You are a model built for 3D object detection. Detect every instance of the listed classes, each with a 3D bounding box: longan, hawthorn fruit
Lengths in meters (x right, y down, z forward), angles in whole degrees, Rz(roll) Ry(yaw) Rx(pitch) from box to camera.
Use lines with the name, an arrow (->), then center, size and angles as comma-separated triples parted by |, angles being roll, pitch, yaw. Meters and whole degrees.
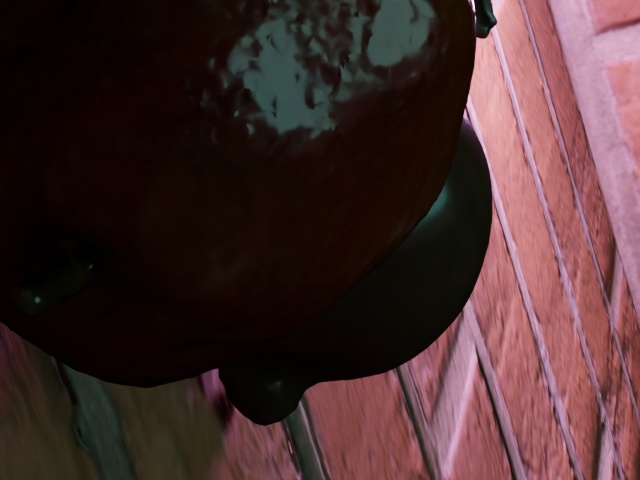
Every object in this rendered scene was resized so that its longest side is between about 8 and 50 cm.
longan -> 0.000, 0.000, 1.029 | 0.185, 0.159, 0.204 | 5, 111, -57
hawthorn fruit -> -0.061, -0.050, 0.768 | 0.261, 0.224, 0.224 | -58, 137, -40

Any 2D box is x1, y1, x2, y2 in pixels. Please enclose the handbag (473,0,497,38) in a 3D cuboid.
handbag -> -0.062, -0.228, 0.880 | 0.109, 0.253, 0.316 | -52, 144, -14
